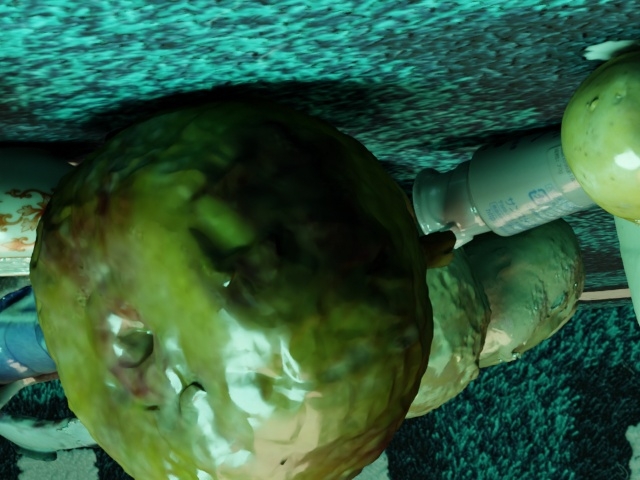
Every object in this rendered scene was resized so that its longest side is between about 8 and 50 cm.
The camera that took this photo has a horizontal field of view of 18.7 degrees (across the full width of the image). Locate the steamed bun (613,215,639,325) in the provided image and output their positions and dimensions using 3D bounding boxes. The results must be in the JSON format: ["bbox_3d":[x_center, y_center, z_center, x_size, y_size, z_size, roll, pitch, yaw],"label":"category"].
[{"bbox_3d":[0.313,-0.020,1.327,0.241,0.146,0.164,-20,163,28],"label":"steamed bun"}]

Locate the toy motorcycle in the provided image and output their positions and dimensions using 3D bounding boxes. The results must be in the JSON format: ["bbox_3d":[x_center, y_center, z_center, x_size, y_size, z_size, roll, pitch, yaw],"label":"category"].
[{"bbox_3d":[-0.230,0.105,1.952,0.319,0.241,0.182,-10,165,36],"label":"toy motorcycle"}]

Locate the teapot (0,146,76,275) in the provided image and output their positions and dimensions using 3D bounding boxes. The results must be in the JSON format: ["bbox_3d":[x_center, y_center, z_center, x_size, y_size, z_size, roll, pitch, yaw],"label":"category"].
[{"bbox_3d":[-0.219,-0.013,1.439,0.245,0.116,0.159,0,161,-9],"label":"teapot"}]

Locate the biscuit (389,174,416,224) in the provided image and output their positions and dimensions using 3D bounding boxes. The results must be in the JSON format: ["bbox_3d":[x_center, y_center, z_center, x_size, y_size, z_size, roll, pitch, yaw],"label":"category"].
[{"bbox_3d":[-0.004,0.003,1.593,0.224,0.144,0.033,-15,-138,-33],"label":"biscuit"}]

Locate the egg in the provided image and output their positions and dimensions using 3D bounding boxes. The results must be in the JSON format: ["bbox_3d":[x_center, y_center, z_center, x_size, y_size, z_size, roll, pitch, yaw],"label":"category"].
[{"bbox_3d":[0.038,0.060,1.777,0.245,0.203,0.203,30,167,-10],"label":"egg"}]

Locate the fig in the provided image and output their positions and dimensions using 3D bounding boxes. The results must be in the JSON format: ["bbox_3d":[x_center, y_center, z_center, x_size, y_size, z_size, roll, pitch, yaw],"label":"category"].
[{"bbox_3d":[-0.018,0.023,1.359,0.286,0.286,0.368,-7,-171,33],"label":"fig"}]

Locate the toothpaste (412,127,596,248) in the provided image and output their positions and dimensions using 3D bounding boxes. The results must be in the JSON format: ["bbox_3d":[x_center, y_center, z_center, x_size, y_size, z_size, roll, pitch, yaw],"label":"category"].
[{"bbox_3d":[0.210,-0.060,1.460,0.299,0.073,0.114,-16,161,32],"label":"toothpaste"}]

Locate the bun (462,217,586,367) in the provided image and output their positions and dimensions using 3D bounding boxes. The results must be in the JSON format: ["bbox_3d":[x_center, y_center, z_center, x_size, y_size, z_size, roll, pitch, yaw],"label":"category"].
[{"bbox_3d":[0.162,0.058,1.973,0.239,0.141,0.239,-17,-174,2],"label":"bun"}]

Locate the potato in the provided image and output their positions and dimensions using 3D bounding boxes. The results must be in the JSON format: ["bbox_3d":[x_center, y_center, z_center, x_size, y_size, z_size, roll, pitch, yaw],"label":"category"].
[{"bbox_3d":[0.209,-0.061,1.201,0.118,0.109,0.178,-4,178,8],"label":"potato"}]
